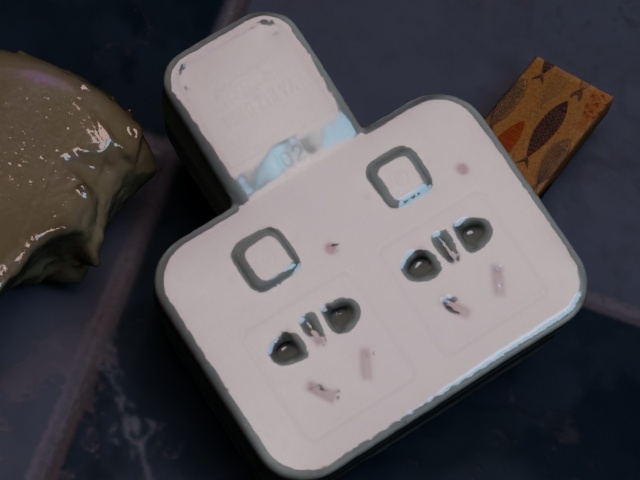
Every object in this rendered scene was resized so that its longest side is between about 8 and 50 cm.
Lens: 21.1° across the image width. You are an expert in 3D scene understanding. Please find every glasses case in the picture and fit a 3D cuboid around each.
[{"bbox_3d":[0.130,-0.051,1.173,0.065,0.041,0.170,31,58,15],"label":"glasses case"}]

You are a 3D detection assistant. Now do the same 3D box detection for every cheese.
[{"bbox_3d":[-0.213,-0.017,1.040,0.175,0.091,0.202,25,59,2],"label":"cheese"}]

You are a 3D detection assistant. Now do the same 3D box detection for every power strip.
[{"bbox_3d":[0.000,0.000,1.069,0.229,0.141,0.261,-31,80,-14],"label":"power strip"}]
